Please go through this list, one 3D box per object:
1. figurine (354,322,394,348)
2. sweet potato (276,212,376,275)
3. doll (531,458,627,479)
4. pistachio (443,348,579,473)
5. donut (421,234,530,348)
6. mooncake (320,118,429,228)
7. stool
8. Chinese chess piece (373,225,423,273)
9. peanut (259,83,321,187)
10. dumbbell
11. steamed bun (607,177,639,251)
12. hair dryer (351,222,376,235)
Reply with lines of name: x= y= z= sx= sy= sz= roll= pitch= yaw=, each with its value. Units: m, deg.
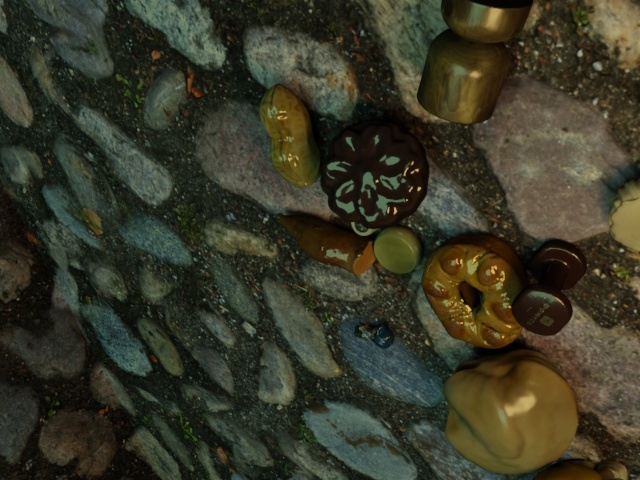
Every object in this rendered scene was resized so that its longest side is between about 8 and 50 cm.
figurine: x=0.170 y=0.308 z=2.136 sx=0.136 sy=0.079 sz=0.077 roll=-10 pitch=156 yaw=35
sweet potato: x=0.001 y=0.001 z=1.991 sx=0.337 sy=0.131 sz=0.131 roll=20 pitch=131 yaw=22
doll: x=0.680 y=0.691 z=1.857 sx=0.348 sy=0.424 sz=0.161 roll=134 pitch=124 yaw=-64
pistachio: x=0.517 y=0.479 z=1.861 sx=0.365 sy=0.281 sz=0.445 roll=31 pitch=132 yaw=14
donut: x=0.416 y=0.132 z=1.772 sx=0.299 sy=0.150 sz=0.317 roll=25 pitch=133 yaw=19
mooncake: x=0.134 y=-0.167 z=1.685 sx=0.283 sy=0.141 sz=0.282 roll=2 pitch=95 yaw=21
stool: x=0.321 y=-0.405 z=1.423 sx=0.179 sy=0.179 sz=0.264 roll=27 pitch=133 yaw=17
Chinese chess piece: x=0.222 y=0.025 z=1.901 sx=0.144 sy=0.058 sz=0.144 roll=20 pitch=130 yaw=26
peanut: x=-0.082 y=-0.283 z=1.828 sx=0.147 sy=0.147 sz=0.305 roll=7 pitch=125 yaw=32
dumbbell: x=0.551 y=0.112 z=1.604 sx=0.124 sy=0.225 sz=0.140 roll=32 pitch=136 yaw=9
steamed bun: x=0.716 y=-0.058 z=1.448 sx=0.183 sy=0.106 sz=0.182 roll=22 pitch=135 yaw=25
hair dryer: x=0.153 y=-0.136 z=1.799 sx=0.073 sy=0.131 sz=0.236 roll=21 pitch=118 yaw=27
